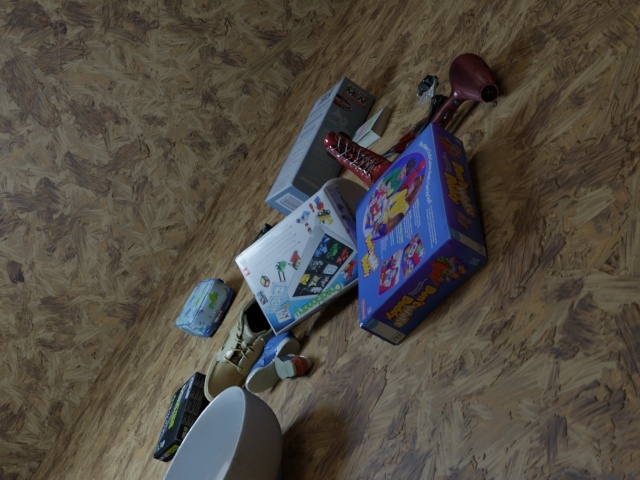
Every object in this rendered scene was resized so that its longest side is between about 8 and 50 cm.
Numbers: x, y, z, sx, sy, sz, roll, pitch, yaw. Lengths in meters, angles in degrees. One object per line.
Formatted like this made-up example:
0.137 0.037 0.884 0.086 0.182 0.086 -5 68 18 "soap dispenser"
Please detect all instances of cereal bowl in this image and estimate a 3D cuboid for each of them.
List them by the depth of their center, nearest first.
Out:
-0.171 0.442 1.603 0.339 0.141 0.339 -51 17 22 "cereal bowl"

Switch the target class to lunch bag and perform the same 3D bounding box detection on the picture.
-0.347 0.200 2.670 0.176 0.090 0.219 -63 17 -16 "lunch bag"

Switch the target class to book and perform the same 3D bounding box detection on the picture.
0.125 -0.281 2.296 0.144 0.035 0.096 -35 24 57 "book"

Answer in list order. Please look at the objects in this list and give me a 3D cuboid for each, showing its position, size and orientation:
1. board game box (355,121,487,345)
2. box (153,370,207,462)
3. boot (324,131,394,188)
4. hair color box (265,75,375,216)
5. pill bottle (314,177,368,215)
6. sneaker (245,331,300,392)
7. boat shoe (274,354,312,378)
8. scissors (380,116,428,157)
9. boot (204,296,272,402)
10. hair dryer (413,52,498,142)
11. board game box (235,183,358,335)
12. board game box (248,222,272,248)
0.163 -0.020 1.544 0.233 0.078 0.347 -47 24 31 "board game box"
-0.354 0.451 2.260 0.184 0.045 0.190 -48 23 53 "box"
0.090 -0.165 1.911 0.088 0.176 0.244 -55 17 4 "boot"
0.000 -0.251 2.455 0.185 0.114 0.374 -26 36 61 "hair color box"
0.000 0.000 1.907 0.264 0.153 0.153 -45 20 36 "pill bottle"
-0.108 0.255 1.912 0.152 0.058 0.084 -51 22 7 "sneaker"
-0.059 0.254 1.809 0.043 0.049 0.137 -18 -1 -22 "boat shoe"
0.183 -0.220 2.032 0.109 0.021 0.297 -63 16 -9 "scissors"
-0.175 0.241 2.011 0.262 0.095 0.203 -58 -1 -22 "boot"
0.272 -0.269 1.789 0.293 0.080 0.223 152 133 -64 "hair dryer"
-0.030 0.045 1.808 0.305 0.192 0.053 -36 -12 38 "board game box"
-0.174 0.026 2.604 0.126 0.026 0.186 -56 16 7 "board game box"
